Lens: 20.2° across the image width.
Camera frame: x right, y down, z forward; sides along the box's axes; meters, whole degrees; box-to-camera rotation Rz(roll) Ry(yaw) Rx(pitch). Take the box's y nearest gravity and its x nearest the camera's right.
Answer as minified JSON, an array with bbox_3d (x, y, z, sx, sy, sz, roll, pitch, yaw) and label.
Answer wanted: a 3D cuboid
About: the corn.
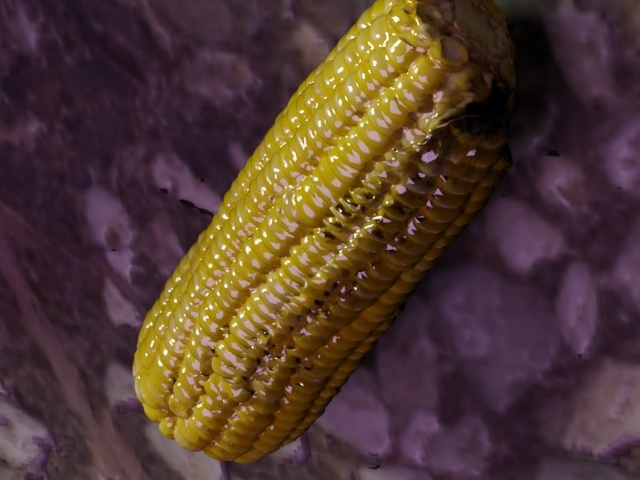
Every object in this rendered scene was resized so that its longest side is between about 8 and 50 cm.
[{"bbox_3d":[0.000,0.000,0.568,0.072,0.072,0.203,42,131,7],"label":"corn"}]
